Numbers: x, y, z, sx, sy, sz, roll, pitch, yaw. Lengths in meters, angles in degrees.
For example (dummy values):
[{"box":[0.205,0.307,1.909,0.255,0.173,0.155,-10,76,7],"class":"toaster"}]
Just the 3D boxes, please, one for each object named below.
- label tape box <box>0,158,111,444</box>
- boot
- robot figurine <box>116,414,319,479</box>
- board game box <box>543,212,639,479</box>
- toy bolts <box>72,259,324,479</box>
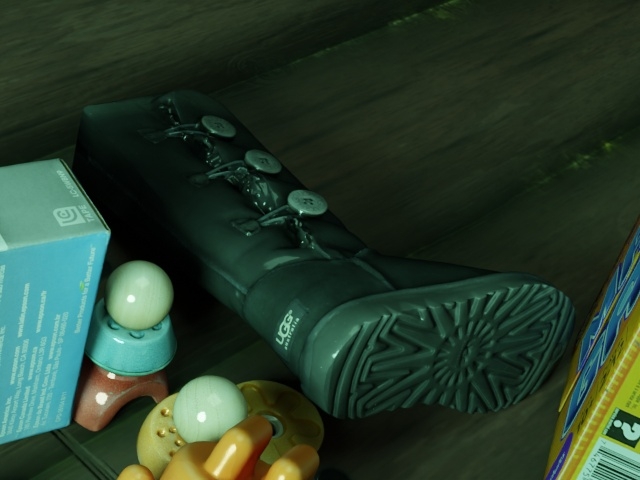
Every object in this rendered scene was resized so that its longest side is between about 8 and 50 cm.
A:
[{"box":[-0.349,0.077,1.048,0.333,0.241,0.106,-12,48,-33],"class":"label tape box"},{"box":[-0.001,0.000,1.380,0.367,0.146,0.445,5,23,-46],"class":"boot"},{"box":[-0.085,0.238,1.006,0.158,0.219,0.128,23,11,-28],"class":"robot figurine"},{"box":[0.447,0.098,1.218,0.356,0.356,0.356,24,29,6],"class":"board game box"},{"box":[-0.104,0.116,1.167,0.228,0.158,0.218,41,43,25],"class":"toy bolts"}]
